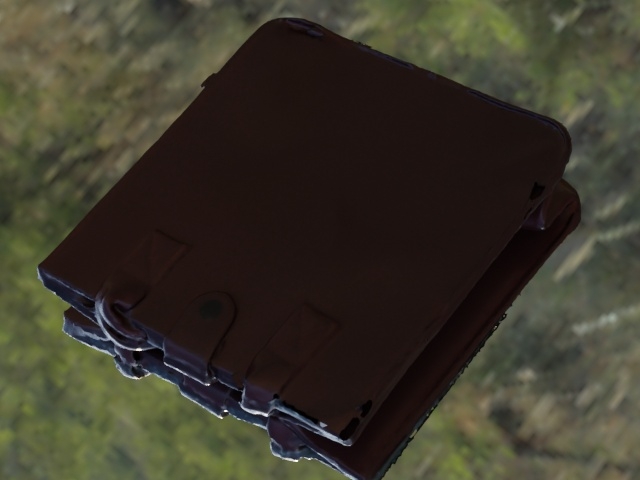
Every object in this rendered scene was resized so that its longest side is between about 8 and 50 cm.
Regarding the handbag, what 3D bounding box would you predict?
[{"bbox_3d":[0.000,-0.001,1.194,0.260,0.275,0.084,27,149,29],"label":"handbag"}]
